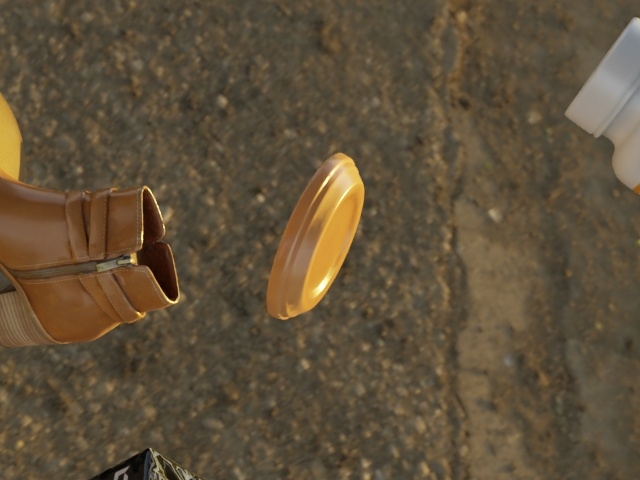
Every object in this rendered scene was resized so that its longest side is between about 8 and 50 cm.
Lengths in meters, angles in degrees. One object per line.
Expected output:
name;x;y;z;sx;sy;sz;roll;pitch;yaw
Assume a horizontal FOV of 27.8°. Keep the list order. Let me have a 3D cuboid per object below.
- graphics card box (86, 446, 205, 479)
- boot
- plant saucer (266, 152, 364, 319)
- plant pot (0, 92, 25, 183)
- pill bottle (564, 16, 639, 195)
graphics card box;-0.185;0.313;1.034;0.233;0.371;0.094;38;37;-33
boot;-0.194;-0.020;0.934;0.197;0.152;0.073;68;24;-18
plant saucer;0.000;0.000;1.448;0.037;0.200;0.200;22;49;13
plant pot;-0.368;-0.055;1.108;0.237;0.254;0.237;-2;98;-16
pill bottle;0.333;-0.075;1.078;0.246;0.136;0.136;36;49;5
